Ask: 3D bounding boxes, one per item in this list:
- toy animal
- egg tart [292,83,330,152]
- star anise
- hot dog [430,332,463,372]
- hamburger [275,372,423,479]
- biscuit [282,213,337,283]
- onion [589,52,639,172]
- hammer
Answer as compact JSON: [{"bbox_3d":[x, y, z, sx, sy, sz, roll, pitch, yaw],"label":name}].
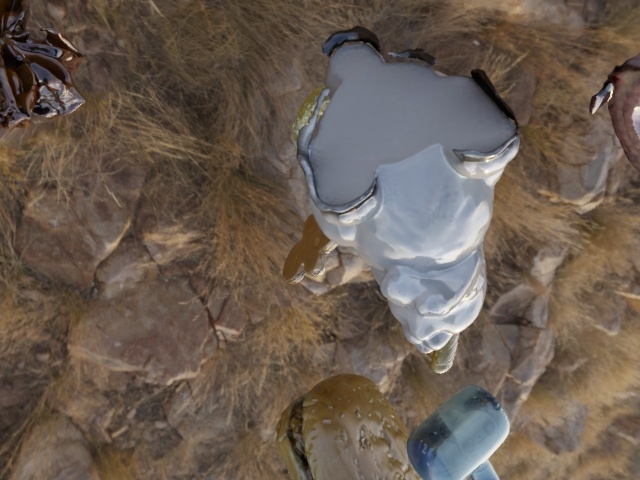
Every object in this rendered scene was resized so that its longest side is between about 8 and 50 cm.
[{"bbox_3d":[0.109,-0.024,0.532,0.193,0.258,0.357,-11,148,16],"label":"toy animal"},{"bbox_3d":[0.077,-0.241,1.097,0.118,0.288,0.288,-56,146,-48],"label":"egg tart"},{"bbox_3d":[-0.419,-0.227,0.614,0.190,0.125,0.220,55,36,-14],"label":"star anise"},{"bbox_3d":[0.369,0.251,1.382,0.087,0.061,0.286,-10,107,-38],"label":"hot dog"},{"bbox_3d":[0.064,0.371,0.806,0.144,0.283,0.259,-33,171,24],"label":"hamburger"},{"bbox_3d":[0.000,0.000,1.298,0.047,0.216,0.340,24,123,-24],"label":"biscuit"},{"bbox_3d":[0.479,-0.109,0.507,0.146,0.314,0.280,-51,135,3],"label":"onion"},{"bbox_3d":[0.178,0.264,0.522,0.116,0.069,0.194,-32,100,-21],"label":"hammer"}]
